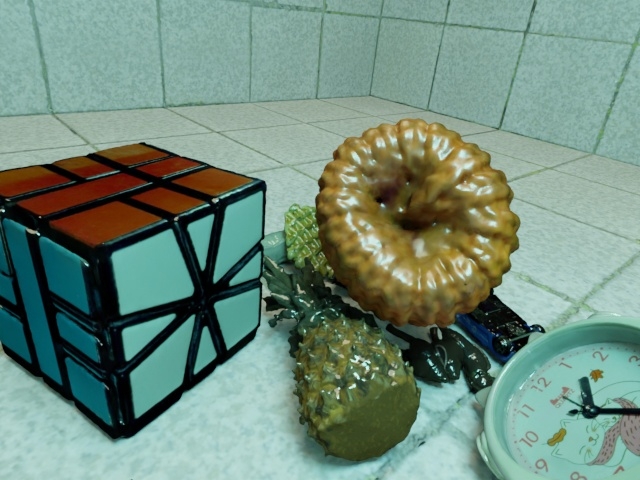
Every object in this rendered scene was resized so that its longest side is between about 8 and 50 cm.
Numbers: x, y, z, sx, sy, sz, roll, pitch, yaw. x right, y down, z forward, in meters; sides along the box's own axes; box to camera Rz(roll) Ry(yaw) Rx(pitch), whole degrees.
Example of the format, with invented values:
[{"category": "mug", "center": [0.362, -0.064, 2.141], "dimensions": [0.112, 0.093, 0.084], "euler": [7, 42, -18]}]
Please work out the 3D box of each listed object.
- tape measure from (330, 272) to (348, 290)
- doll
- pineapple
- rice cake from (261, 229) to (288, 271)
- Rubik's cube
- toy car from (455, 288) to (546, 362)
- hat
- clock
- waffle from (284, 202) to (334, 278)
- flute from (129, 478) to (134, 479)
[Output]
[{"category": "tape measure", "center": [0.069, 0.064, 0.900], "dimensions": [0.094, 0.054, 0.091], "euler": [20, 44, -12]}, {"category": "doll", "center": [0.199, 0.185, 0.717], "dimensions": [0.139, 0.057, 0.165], "euler": [-10, 36, -33]}, {"category": "pineapple", "center": [0.010, 0.136, 0.666], "dimensions": [0.165, 0.166, 0.364], "euler": [-3, 27, -18]}, {"category": "rice cake", "center": [-0.067, 0.008, 0.989], "dimensions": [0.336, 0.066, 0.063], "euler": [-19, 32, -38]}, {"category": "Rubik's cube", "center": [-0.271, 0.042, 0.647], "dimensions": [0.283, 0.289, 0.293], "euler": [23, 30, 27]}, {"category": "toy car", "center": [0.306, 0.149, 0.797], "dimensions": [0.103, 0.063, 0.216], "euler": [-9, 36, -26]}, {"category": "hat", "center": [0.162, -0.012, 0.725], "dimensions": [0.285, 0.286, 0.400], "euler": [16, -1, 18]}, {"category": "clock", "center": [0.319, 0.205, 0.505], "dimensions": [0.265, 0.109, 0.324], "euler": [-44, 13, -5]}, {"category": "waffle", "center": [0.000, 0.000, 0.961], "dimensions": [0.169, 0.036, 0.184], "euler": [14, 52, -24]}, {"category": "flute", "center": [-0.278, 0.306, 0.409], "dimensions": [0.027, 0.027, 0.233], "euler": [26, 34, 34]}]
